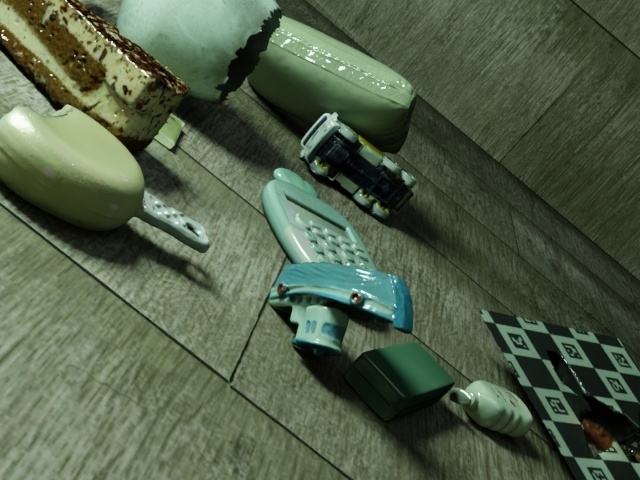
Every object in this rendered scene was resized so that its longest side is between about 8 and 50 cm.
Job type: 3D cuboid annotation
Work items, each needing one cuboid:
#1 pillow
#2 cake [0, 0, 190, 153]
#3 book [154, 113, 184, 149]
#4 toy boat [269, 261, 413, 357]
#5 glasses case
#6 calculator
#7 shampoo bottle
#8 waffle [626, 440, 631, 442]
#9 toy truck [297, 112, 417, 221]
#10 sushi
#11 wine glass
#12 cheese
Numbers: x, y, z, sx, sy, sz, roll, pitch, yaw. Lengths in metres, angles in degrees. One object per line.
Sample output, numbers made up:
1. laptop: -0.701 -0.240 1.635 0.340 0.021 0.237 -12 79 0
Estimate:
1. pillow: 0.012 -0.274 1.971 0.322 0.120 0.255 26 -16 6
2. cake: -0.276 -0.214 1.371 0.246 0.112 0.135 43 13 20
3. book: -0.223 -0.165 1.524 0.077 0.014 0.111 37 17 -13
4. toy boat: 0.021 0.086 1.245 0.088 0.102 0.215 27 -18 -39
5. glasses case: 0.097 0.165 1.338 0.078 0.039 0.184 46 17 18
6. calculator: 0.000 0.000 1.554 0.184 0.042 0.295 28 23 -37
7. shampoo bottle: 0.215 0.214 1.467 0.152 0.045 0.077 22 25 -45
8. waffle: 0.491 0.291 1.873 0.291 0.051 0.291 34 18 -13
9. toy truck: 0.068 -0.126 1.936 0.227 0.098 0.114 34 13 -29
10. sushi: 0.412 0.275 1.690 0.343 0.064 0.359 13 38 -37
11. wine glass: -0.230 -0.353 1.637 0.323 0.238 0.238 33 16 3
12. cheese: -0.218 -0.049 1.138 0.249 0.071 0.163 38 16 -12
